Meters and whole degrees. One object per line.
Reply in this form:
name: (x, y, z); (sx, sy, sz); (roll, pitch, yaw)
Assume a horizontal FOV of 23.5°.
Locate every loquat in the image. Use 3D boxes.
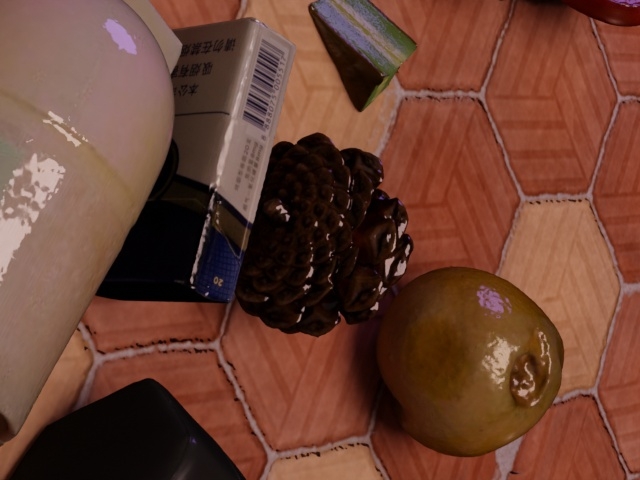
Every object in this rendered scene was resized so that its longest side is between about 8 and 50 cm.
loquat: (0.154, 0.133, 1.679); (0.213, 0.213, 0.213); (1, 89, -45)

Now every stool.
stool: (-0.170, 0.247, 1.334); (0.141, 0.232, 0.232); (53, 55, -32)

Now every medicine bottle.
medicine bottle: (-0.253, -0.068, 1.235); (0.236, 0.236, 0.406); (44, 60, -36)

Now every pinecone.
pinecone: (0.000, 0.000, 1.527); (0.208, 0.208, 0.207); (1, 89, -45)

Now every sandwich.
sandwich: (0.034, -0.214, 1.687); (0.116, 0.074, 0.074); (43, 55, 2)

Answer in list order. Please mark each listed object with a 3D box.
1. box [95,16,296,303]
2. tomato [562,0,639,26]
box: (-0.126, -0.069, 1.413); (0.071, 0.168, 0.259); (29, 68, -43)
tomato: (0.350, -0.358, 1.900); (0.200, 0.139, 0.233); (20, 66, -7)
